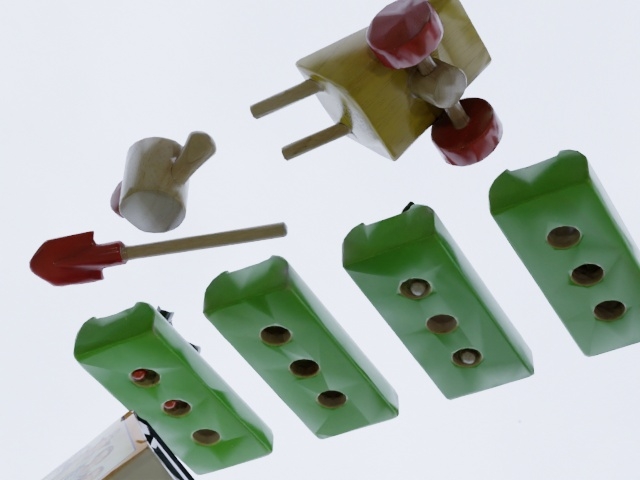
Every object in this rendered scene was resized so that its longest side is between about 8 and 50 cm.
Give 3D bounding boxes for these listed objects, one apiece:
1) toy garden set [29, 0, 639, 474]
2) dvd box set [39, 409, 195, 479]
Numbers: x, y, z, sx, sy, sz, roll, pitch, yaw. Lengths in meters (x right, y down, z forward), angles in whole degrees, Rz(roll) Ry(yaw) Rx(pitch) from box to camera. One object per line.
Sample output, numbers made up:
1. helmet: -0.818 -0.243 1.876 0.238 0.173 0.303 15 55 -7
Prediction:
1. toy garden set: 0.000 0.000 0.673 0.244 0.204 0.049 -19 -136 21
2. dvd box set: -0.143 0.312 0.613 0.420 0.062 0.307 -37 -75 -5
